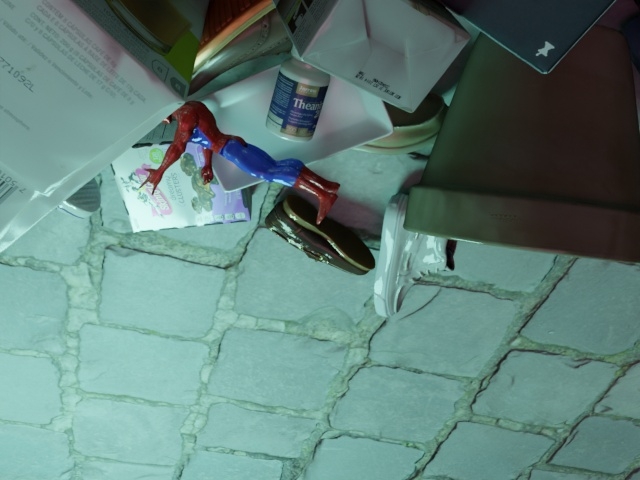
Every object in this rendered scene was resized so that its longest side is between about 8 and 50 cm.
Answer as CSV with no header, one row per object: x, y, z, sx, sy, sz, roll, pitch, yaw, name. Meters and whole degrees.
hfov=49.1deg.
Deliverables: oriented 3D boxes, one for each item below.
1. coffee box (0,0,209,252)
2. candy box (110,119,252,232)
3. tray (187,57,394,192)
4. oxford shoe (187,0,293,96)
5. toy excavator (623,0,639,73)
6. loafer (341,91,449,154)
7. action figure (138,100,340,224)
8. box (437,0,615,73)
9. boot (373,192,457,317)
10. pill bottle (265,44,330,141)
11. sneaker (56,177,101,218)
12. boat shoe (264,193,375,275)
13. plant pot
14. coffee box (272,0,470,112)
-0.372,-0.250,0.802,0.338,0.334,0.337,-33,122,22,coffee box
-0.217,-0.103,1.103,0.196,0.070,0.165,-6,130,3,candy box
-0.046,-0.173,0.976,0.270,0.030,0.145,-18,112,18,tray
-0.062,-0.280,0.923,0.363,0.130,0.133,-30,131,22,oxford shoe
0.540,-0.197,0.968,0.433,0.222,0.445,-25,135,20,toy excavator
0.059,-0.186,1.018,0.268,0.102,0.092,-4,136,3,loafer
-0.127,-0.090,0.961,0.280,0.091,0.139,33,108,-7,action figure
0.158,-0.374,0.733,0.296,0.294,0.183,26,126,-22,box
0.166,0.044,1.203,0.123,0.095,0.258,15,131,16,boot
-0.026,-0.194,0.906,0.067,0.067,0.120,12,119,-11,pill bottle
-0.485,-0.111,1.082,0.282,0.102,0.161,42,122,-18,sneaker
0.000,0.000,1.200,0.207,0.073,0.073,36,123,-19,boat shoe
0.285,-0.130,0.930,0.323,0.323,0.280,6,95,-6,plant pot
0.031,-0.256,0.727,0.141,0.246,0.098,18,123,-33,coffee box
